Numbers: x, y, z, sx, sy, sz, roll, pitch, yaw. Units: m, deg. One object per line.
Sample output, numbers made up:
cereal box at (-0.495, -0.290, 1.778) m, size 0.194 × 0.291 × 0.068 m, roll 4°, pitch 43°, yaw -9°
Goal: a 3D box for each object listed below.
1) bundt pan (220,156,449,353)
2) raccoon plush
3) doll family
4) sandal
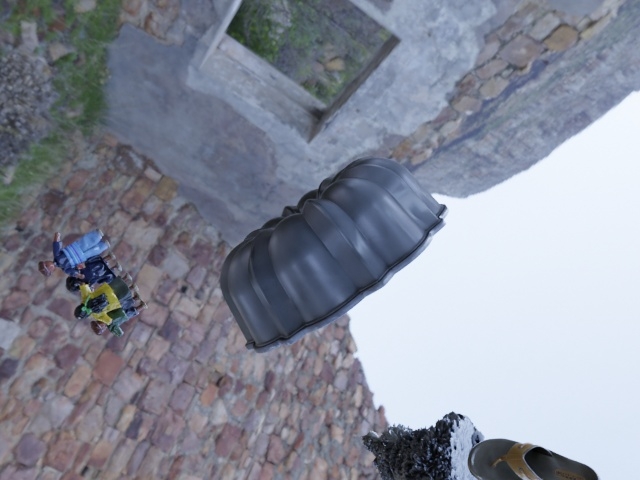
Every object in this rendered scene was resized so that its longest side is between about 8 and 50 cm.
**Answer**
bundt pan at (0.000, 0.000, 0.748) m, size 0.331 × 0.124 × 0.331 m, roll -35°, pitch -171°, yaw 6°
raccoon plush at (0.164, 0.506, 1.176) m, size 0.299 × 0.446 × 0.216 m, roll -22°, pitch -104°, yaw 34°
doll family at (-0.374, 0.072, 0.904) m, size 0.111 × 0.193 × 0.076 m, roll -33°, pitch 179°, yaw -25°
sandal at (0.302, 0.319, 0.784) m, size 0.049 × 0.180 × 0.072 m, roll 74°, pitch 30°, yaw -46°
